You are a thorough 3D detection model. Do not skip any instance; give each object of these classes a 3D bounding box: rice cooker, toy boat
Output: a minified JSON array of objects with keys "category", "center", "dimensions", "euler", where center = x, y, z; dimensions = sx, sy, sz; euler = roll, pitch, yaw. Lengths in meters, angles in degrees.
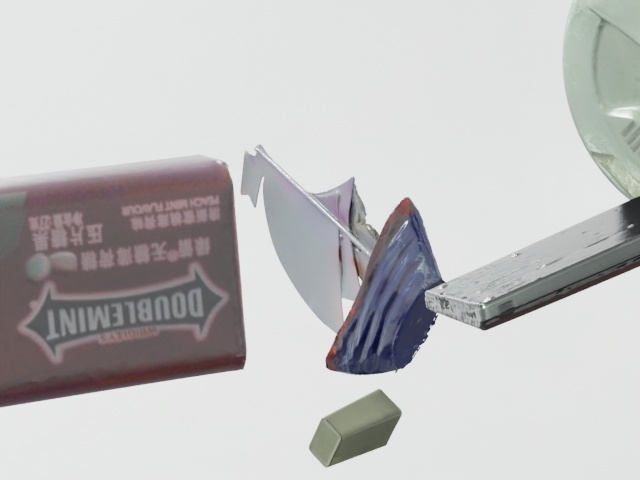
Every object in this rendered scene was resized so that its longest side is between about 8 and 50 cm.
[{"category":"rice cooker","center":[0.352,-0.155,1.422],"dimensions":[0.288,0.288,0.277],"euler":[4,13,34]},{"category":"toy boat","center":[0.006,0.029,1.883],"dimensions":[0.072,0.219,0.318],"euler":[-13,22,-42]}]

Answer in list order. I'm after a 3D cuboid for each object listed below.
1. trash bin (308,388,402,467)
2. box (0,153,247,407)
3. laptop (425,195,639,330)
[{"category":"trash bin","center":[0.036,0.208,1.966],"dimensions":[0.092,0.061,0.043],"euler":[-17,52,-41]},{"category":"box","center":[-0.153,0.025,0.920],"dimensions":[0.224,0.120,0.069],"euler":[-6,9,-22]},{"category":"laptop","center":[0.185,0.010,1.294],"dimensions":[0.207,0.026,0.154],"euler":[-22,9,-10]}]
